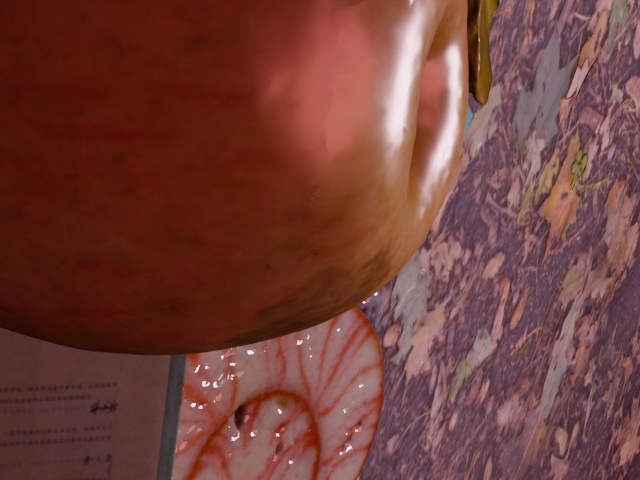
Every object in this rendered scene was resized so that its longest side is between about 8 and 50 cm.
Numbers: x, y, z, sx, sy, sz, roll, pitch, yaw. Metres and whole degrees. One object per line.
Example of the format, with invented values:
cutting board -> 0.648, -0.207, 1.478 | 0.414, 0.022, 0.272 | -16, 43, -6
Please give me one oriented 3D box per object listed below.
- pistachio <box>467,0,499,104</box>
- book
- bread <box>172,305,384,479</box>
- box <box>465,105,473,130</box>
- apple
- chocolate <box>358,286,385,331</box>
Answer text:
pistachio -> 0.141, -0.214, 1.524 | 0.089, 0.049, 0.173 | -56, 150, -55
book -> -0.195, 0.156, 1.010 | 0.214, 0.025, 0.283 | 2, 110, -22
bread -> -0.094, 0.151, 1.199 | 0.327, 0.114, 0.295 | -32, 135, -38
box -> 0.069, -0.108, 1.463 | 0.162, 0.041, 0.229 | -64, 152, -17
apple -> -0.084, -0.109, 0.858 | 0.364, 0.364, 0.364 | -40, 140, -46
chocolate -> 0.000, 0.000, 1.331 | 0.110, 0.110, 0.248 | -44, 143, -43
